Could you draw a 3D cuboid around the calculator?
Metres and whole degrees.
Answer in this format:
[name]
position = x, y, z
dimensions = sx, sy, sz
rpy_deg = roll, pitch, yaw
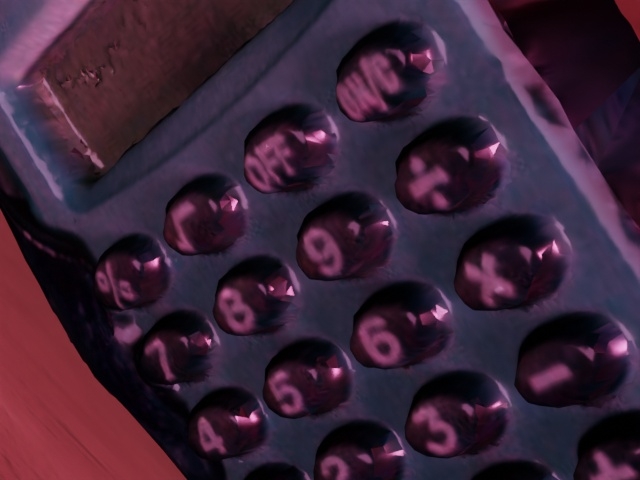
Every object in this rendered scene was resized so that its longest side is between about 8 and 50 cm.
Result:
[calculator]
position = 0.000, 0.000, 0.496
dimensions = 0.274, 0.058, 0.248
rpy_deg = 59, 142, 2
